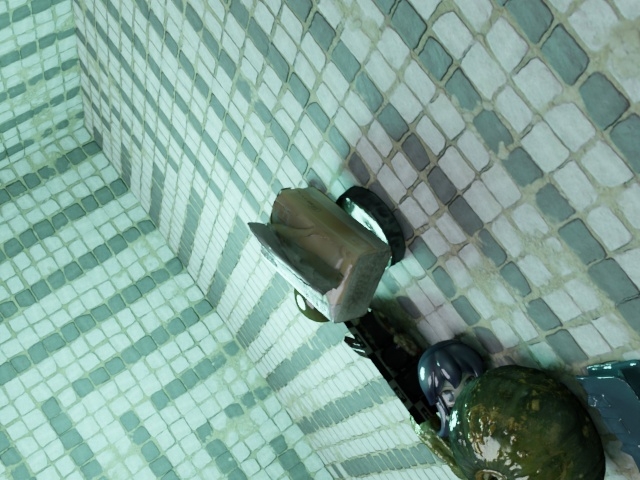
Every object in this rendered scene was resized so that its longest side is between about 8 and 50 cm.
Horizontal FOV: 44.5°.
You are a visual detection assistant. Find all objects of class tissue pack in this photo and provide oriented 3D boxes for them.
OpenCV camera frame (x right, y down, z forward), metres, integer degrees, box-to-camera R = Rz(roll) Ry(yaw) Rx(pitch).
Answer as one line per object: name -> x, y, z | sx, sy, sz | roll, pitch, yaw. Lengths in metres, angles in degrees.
tissue pack -> -0.021, 0.034, 1.905 | 0.305, 0.238, 0.239 | 41, 153, 33

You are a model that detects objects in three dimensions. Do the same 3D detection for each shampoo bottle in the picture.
shampoo bottle -> 0.147, 0.324, 2.356 | 0.068, 0.067, 0.236 | 55, 160, -15

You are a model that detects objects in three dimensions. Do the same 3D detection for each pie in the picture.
pie -> 0.332, 0.543, 2.138 | 0.277, 0.078, 0.277 | 42, -177, -3

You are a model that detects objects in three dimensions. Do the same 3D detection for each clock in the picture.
clock -> 0.119, -0.029, 1.954 | 0.226, 0.049, 0.226 | 43, 154, 28

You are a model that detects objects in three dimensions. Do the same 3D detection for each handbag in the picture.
handbag -> 0.590, 0.332, 1.458 | 0.229, 0.062, 0.179 | 55, 161, 2

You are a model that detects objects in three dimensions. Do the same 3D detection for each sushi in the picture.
sushi -> 0.223, 0.293, 2.101 | 0.373, 0.100, 0.296 | 53, -165, 15

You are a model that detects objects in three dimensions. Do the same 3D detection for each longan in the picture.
longan -> 0.005, 0.138, 2.292 | 0.185, 0.159, 0.205 | -14, 72, 56

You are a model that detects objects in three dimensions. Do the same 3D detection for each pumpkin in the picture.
pumpkin -> 0.430, 0.423, 1.645 | 0.291, 0.257, 0.328 | -11, 112, 52

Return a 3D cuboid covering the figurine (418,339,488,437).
figurine -> 0.339, 0.367, 1.887 | 0.197, 0.175, 0.265 | 19, 130, 64
